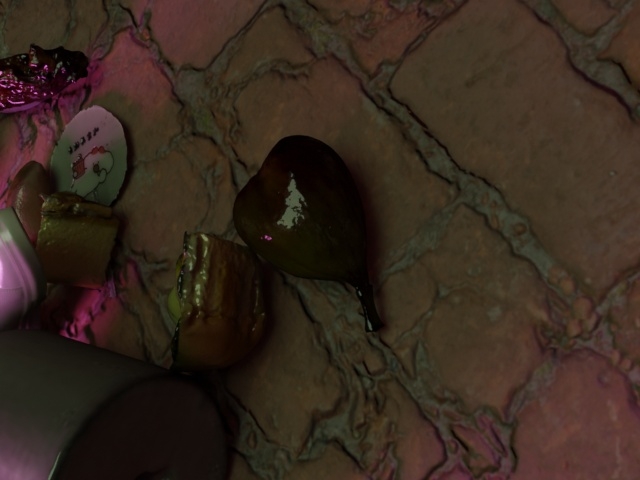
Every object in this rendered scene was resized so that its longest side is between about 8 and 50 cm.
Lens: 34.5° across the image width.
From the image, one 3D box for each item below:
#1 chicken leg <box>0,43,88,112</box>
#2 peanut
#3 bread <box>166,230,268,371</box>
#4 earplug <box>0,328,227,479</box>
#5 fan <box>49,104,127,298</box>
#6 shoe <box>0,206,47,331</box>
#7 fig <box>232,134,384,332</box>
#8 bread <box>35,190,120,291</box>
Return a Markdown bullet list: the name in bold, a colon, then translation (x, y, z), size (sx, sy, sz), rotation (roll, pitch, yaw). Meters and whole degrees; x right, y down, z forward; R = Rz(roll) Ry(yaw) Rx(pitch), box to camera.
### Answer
- **chicken leg**: translation (-0.564, -0.260, 1.727), size (0.406, 0.158, 0.096), rotation (-4, 93, 17)
- **peanut**: translation (-0.475, -0.057, 1.677), size (0.076, 0.076, 0.152), rotation (-4, 79, 32)
- **bread**: translation (-0.137, 0.088, 1.389), size (0.132, 0.251, 0.174), rotation (3, 75, -11)
- **earplug**: translation (-0.365, 0.275, 1.382), size (0.394, 0.312, 0.313), rotation (15, 87, 36)
- **fan**: translation (-0.355, -0.059, 1.634), size (0.190, 0.009, 0.329), rotation (-30, 66, 30)
- **shoe**: translation (-0.490, 0.087, 1.485), size (0.132, 0.160, 0.363), rotation (56, 151, 21)
- **fig**: translation (-0.001, 0.000, 1.324), size (0.170, 0.145, 0.274), rotation (-41, 73, 21)
- **bread**: translation (-0.388, -0.003, 1.607), size (0.152, 0.127, 0.147), rotation (-157, 79, -71)
